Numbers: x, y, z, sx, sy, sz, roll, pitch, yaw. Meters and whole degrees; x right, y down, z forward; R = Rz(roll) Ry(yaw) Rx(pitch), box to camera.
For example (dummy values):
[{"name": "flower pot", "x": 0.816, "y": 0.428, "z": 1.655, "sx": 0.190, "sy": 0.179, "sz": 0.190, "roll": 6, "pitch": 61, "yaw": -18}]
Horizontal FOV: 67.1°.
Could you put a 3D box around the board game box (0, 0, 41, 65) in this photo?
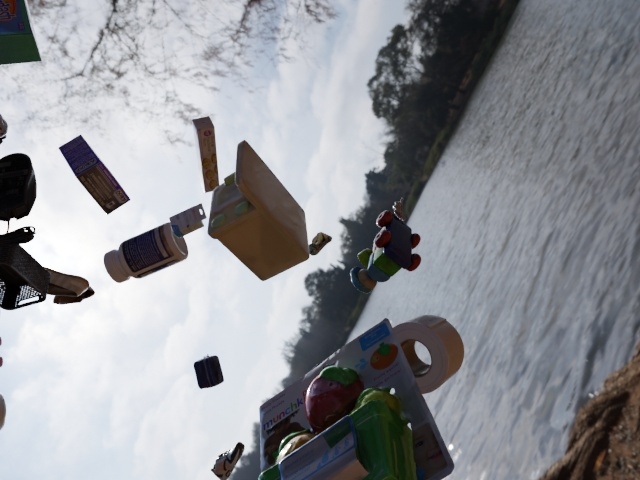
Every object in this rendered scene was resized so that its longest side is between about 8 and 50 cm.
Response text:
[{"name": "board game box", "x": -0.511, "y": -0.299, "z": 0.655, "sx": 0.210, "sy": 0.160, "sz": 0.047, "roll": -15, "pitch": -29, "yaw": -21}]

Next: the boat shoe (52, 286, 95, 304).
[{"name": "boat shoe", "x": -0.860, "y": 0.189, "z": 1.692, "sx": 0.178, "sy": 0.060, "sz": 0.064, "roll": -39, "pitch": -27, "yaw": -79}]

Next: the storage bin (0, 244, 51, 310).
[{"name": "storage bin", "x": -0.809, "y": 0.091, "z": 1.253, "sx": 0.180, "sy": 0.122, "sz": 0.084, "roll": 75, "pitch": 180, "yaw": -49}]

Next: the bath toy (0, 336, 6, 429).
[{"name": "bath toy", "x": -0.674, "y": 0.202, "z": 0.892, "sx": 0.129, "sy": 0.348, "sz": 0.151, "roll": 1, "pitch": -22, "yaw": -46}]

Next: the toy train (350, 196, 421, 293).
[{"name": "toy train", "x": 0.142, "y": 0.007, "z": 1.095, "sx": 0.143, "sy": 0.105, "sz": 0.248, "roll": -46, "pitch": 14, "yaw": 29}]

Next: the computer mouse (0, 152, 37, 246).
[{"name": "computer mouse", "x": -0.786, "y": -0.086, "z": 1.187, "sx": 0.060, "sy": 0.184, "sz": 0.262, "roll": 86, "pitch": 168, "yaw": -67}]

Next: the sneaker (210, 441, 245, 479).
[{"name": "sneaker", "x": -0.189, "y": 0.444, "z": 0.974, "sx": 0.109, "sy": 0.044, "sz": 0.040, "roll": -60, "pitch": -9, "yaw": 21}]

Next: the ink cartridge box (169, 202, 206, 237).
[{"name": "ink cartridge box", "x": -0.300, "y": -0.046, "z": 1.111, "sx": 0.083, "sy": 0.048, "sz": 0.028, "roll": -25, "pitch": -27, "yaw": 0}]

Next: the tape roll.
[{"name": "tape roll", "x": 0.355, "y": 0.391, "z": 1.678, "sx": 0.169, "sy": 0.246, "sz": 0.246, "roll": -4, "pitch": -57, "yaw": -56}]

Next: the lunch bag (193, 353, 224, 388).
[{"name": "lunch bag", "x": -0.333, "y": 0.392, "z": 1.454, "sx": 0.067, "sy": 0.065, "sz": 0.098, "roll": 13, "pitch": -120, "yaw": -73}]

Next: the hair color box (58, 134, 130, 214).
[{"name": "hair color box", "x": -0.845, "y": -0.251, "z": 1.796, "sx": 0.110, "sy": 0.339, "sz": 0.185, "roll": -36, "pitch": -47, "yaw": -14}]

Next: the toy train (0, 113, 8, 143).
[{"name": "toy train", "x": -0.902, "y": -0.264, "z": 1.101, "sx": 0.190, "sy": 0.334, "sz": 0.142, "roll": 72, "pitch": -178, "yaw": -50}]

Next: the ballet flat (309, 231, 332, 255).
[{"name": "ballet flat", "x": 0.000, "y": 0.000, "z": 1.247, "sx": 0.114, "sy": 0.041, "sz": 0.041, "roll": -45, "pitch": -20, "yaw": -58}]

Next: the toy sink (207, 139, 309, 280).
[{"name": "toy sink", "x": -0.140, "y": -0.055, "z": 0.977, "sx": 0.131, "sy": 0.234, "sz": 0.152, "roll": -26, "pitch": 41, "yaw": 16}]

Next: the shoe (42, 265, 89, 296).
[{"name": "shoe", "x": -0.816, "y": 0.127, "z": 1.454, "sx": 0.058, "sy": 0.219, "sz": 0.076, "roll": -80, "pitch": -2, "yaw": -48}]

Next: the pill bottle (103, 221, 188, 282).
[{"name": "pill bottle", "x": -0.630, "y": 0.049, "z": 1.745, "sx": 0.265, "sy": 0.153, "sz": 0.153, "roll": -23, "pitch": -9, "yaw": 2}]

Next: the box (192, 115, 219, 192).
[{"name": "box", "x": -0.420, "y": -0.309, "z": 1.785, "sx": 0.067, "sy": 0.063, "sz": 0.324, "roll": -17, "pitch": -33, "yaw": -20}]

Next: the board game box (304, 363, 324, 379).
[{"name": "board game box", "x": -0.041, "y": 0.486, "z": 1.488, "sx": 0.186, "sy": 0.026, "sz": 0.126, "roll": -48, "pitch": 36, "yaw": 21}]

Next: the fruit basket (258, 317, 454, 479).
[{"name": "fruit basket", "x": 0.019, "y": 0.309, "z": 0.791, "sx": 0.327, "sy": 0.165, "sz": 0.353, "roll": -37, "pitch": 30, "yaw": 10}]
